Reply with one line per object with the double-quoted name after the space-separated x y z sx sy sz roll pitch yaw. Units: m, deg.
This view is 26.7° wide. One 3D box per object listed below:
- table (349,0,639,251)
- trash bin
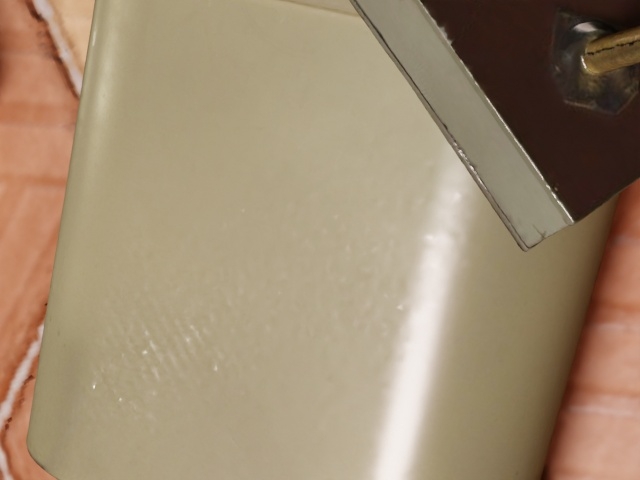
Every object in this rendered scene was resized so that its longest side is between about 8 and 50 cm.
0.138 -0.119 0.423 0.240 0.111 0.121 -34 88 -19 "table"
0.000 0.000 0.561 0.243 0.121 0.247 15 100 23 "trash bin"
